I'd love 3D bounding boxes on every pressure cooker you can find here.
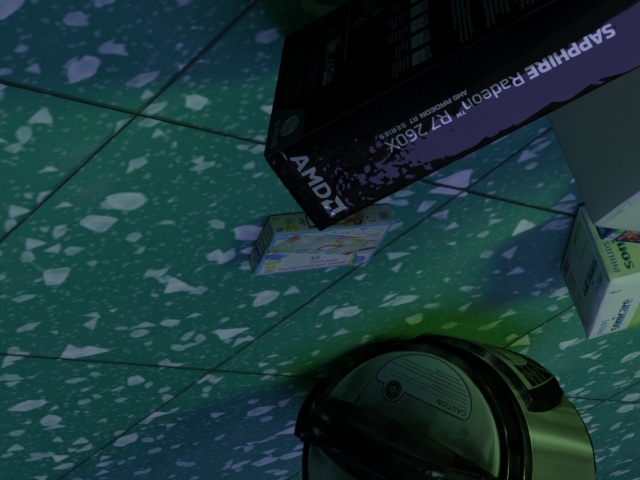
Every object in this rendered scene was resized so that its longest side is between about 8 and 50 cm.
[{"bbox_3d":[0.183,0.339,2.076,0.370,0.375,0.420,-27,154,26],"label":"pressure cooker"}]

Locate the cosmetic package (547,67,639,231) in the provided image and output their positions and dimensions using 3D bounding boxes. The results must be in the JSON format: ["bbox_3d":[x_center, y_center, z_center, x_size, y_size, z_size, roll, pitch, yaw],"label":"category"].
[{"bbox_3d":[0.442,-0.127,1.465,0.453,0.230,0.161,7,145,-40],"label":"cosmetic package"}]

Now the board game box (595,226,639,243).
[{"bbox_3d":[0.317,-0.090,1.490,0.136,0.201,0.035,6,146,-39],"label":"board game box"}]

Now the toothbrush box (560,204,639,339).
[{"bbox_3d":[0.490,0.012,1.903,0.283,0.122,0.206,-16,155,-5],"label":"toothbrush box"}]

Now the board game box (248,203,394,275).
[{"bbox_3d":[0.000,0.000,1.674,0.154,0.026,0.103,-6,152,-23],"label":"board game box"}]

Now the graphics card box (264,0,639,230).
[{"bbox_3d":[0.134,-0.175,1.164,0.371,0.232,0.094,-27,119,19],"label":"graphics card box"}]
